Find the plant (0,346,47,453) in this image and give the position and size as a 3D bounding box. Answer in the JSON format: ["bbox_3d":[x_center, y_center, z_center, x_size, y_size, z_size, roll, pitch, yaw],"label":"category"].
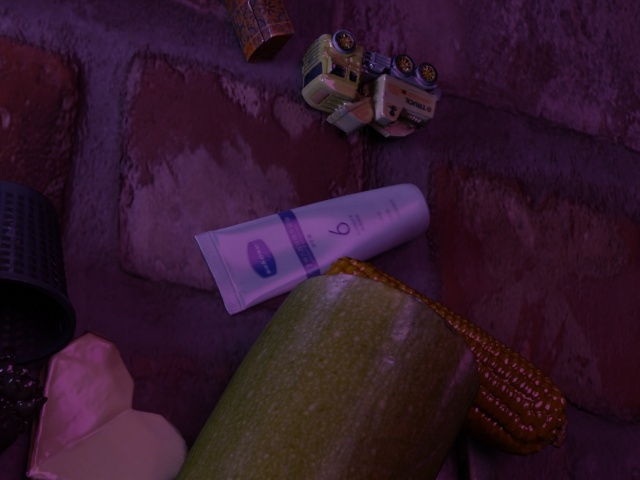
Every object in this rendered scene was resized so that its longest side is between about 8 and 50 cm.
[{"bbox_3d":[-0.359,0.182,1.736,0.094,0.092,0.143,52,58,-23],"label":"plant"}]

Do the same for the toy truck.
[{"bbox_3d":[0.067,-0.194,2.162,0.191,0.085,0.116,19,64,-23],"label":"toy truck"}]

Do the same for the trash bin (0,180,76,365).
[{"bbox_3d":[-0.352,0.030,1.782,0.175,0.175,0.161,15,48,-22],"label":"trash bin"}]

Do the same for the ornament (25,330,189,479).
[{"bbox_3d":[-0.258,0.216,1.801,0.180,0.059,0.201,-32,81,-35],"label":"ornament"}]

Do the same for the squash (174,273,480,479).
[{"bbox_3d":[-0.010,0.253,1.794,0.263,0.263,0.384,37,55,-8],"label":"squash"}]

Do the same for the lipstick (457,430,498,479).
[{"bbox_3d":[0.197,0.303,2.014,0.051,0.051,0.312,10,60,-24],"label":"lipstick"}]

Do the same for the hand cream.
[{"bbox_3d":[0.000,0.000,2.060,0.320,0.067,0.109,-19,78,-27],"label":"hand cream"}]

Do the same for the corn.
[{"bbox_3d":[0.146,0.145,1.991,0.363,0.120,0.120,32,54,6],"label":"corn"}]

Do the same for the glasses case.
[{"bbox_3d":[-0.104,-0.350,2.147,0.049,0.075,0.218,-13,74,-30],"label":"glasses case"}]
